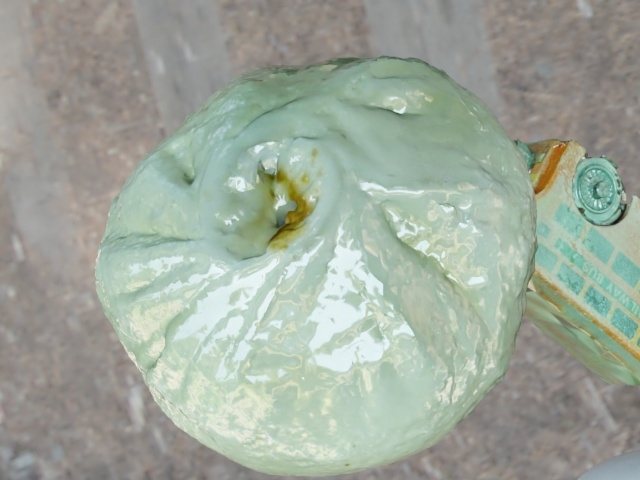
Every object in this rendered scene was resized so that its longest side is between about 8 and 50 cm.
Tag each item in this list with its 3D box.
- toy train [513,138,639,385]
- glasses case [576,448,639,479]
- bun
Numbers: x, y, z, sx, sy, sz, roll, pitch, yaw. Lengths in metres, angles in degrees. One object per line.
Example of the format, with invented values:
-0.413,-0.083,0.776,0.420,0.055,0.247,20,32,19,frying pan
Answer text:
0.168,0.014,1.003,0.188,0.099,0.072,37,163,-23,toy train
0.269,0.171,1.071,0.233,0.092,0.059,-11,114,37,glasses case
0.000,0.000,0.696,0.195,0.195,0.118,43,167,28,bun
